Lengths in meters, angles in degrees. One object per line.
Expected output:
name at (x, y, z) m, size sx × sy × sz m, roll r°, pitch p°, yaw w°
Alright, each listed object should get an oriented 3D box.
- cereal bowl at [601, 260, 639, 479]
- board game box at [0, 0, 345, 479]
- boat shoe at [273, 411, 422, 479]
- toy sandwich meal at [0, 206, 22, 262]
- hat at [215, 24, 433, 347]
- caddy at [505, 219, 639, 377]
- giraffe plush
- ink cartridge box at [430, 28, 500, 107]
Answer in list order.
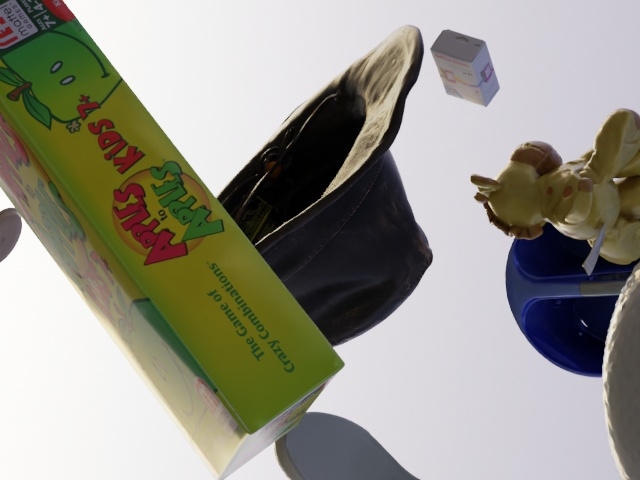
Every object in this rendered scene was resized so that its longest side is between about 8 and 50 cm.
cereal bowl at (0.375, 0.139, 1.180) m, size 0.141 × 0.339 × 0.339 m, roll -2°, pitch -99°, yaw 44°
board game box at (-0.071, -0.001, 0.457) m, size 0.181 × 0.043 × 0.092 m, roll 52°, pitch -21°, yaw 10°
boat shoe at (0.036, 0.220, 1.020) m, size 0.081 × 0.227 × 0.079 m, roll -27°, pitch -142°, yaw 43°
toy sandwich meal at (-0.366, -0.005, 1.348) m, size 0.085 × 0.029 × 0.085 m, roll -54°, pitch 163°, yaw -25°
hat at (0.000, 0.000, 0.905) m, size 0.331 × 0.134 × 0.331 m, roll -44°, pitch -167°, yaw 13°
caddy at (0.406, 0.049, 1.550) m, size 0.341 × 0.179 × 0.241 m, roll -6°, pitch -87°, yaw 35°
giraffe plush at (0.274, -0.053, 1.402) m, size 0.170 × 0.210 × 0.181 m, roll 10°, pitch -47°, yaw 39°
ink cartridge box at (0.247, -0.295, 2.077) m, size 0.088 × 0.122 × 0.052 m, roll 23°, pitch -113°, yaw 34°
